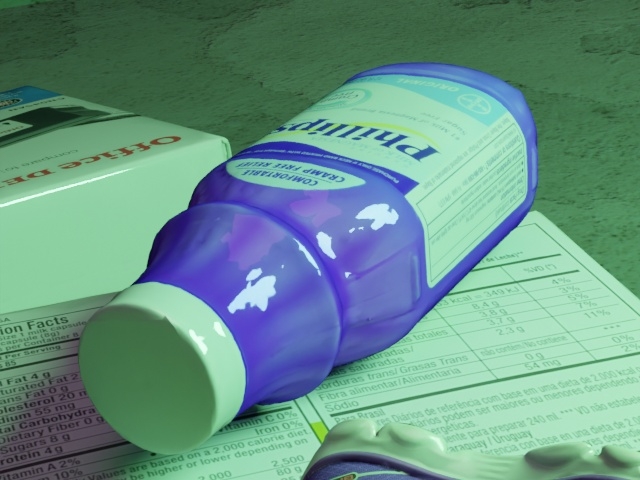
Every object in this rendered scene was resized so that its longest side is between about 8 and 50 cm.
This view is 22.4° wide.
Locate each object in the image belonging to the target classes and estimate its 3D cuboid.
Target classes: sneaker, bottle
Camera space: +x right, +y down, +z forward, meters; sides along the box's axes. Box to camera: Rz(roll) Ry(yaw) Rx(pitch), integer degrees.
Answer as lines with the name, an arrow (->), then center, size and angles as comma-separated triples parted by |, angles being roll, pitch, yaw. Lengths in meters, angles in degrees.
sneaker -> 0.065, 0.112, 0.551 | 0.169, 0.068, 0.071 | 3, 42, 27
bottle -> 0.000, 0.000, 0.730 | 0.118, 0.092, 0.283 | 9, 27, 29

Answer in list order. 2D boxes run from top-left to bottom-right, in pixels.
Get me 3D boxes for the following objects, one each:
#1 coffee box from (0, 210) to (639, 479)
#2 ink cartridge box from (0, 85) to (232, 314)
coffee box -> 0.021, 0.222, 0.763 | 0.338, 0.338, 0.334 | -11, 27, -16
ink cartridge box -> -0.282, -0.008, 1.421 | 0.285, 0.166, 0.395 | -20, 21, -31
